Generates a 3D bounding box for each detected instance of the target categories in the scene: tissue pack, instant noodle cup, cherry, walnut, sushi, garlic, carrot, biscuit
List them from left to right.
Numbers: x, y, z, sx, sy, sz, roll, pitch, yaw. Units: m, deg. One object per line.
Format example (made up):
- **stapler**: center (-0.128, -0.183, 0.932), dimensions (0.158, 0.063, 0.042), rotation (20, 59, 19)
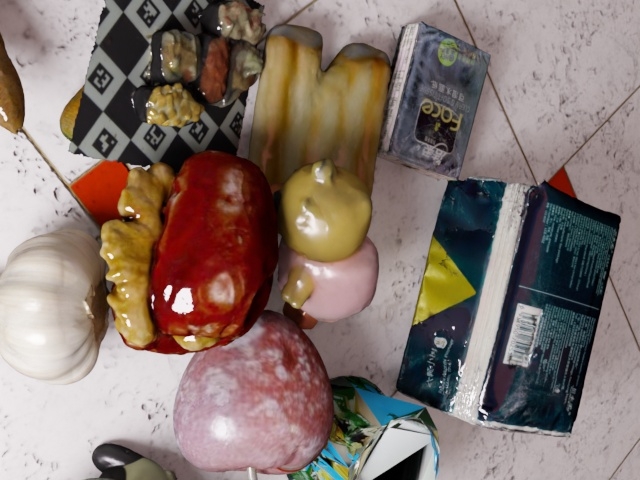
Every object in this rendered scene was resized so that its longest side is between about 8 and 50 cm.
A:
- **garlic**: center (-0.385, 0.081, 0.958), dimensions (0.226, 0.199, 0.199), rotation (6, 95, -5)
- **carrot**: center (-0.252, -0.253, 1.033), dimensions (0.078, 0.078, 0.298), rotation (35, 73, -32)
- **walnut**: center (-0.184, 0.014, 1.017), dimensions (0.244, 0.222, 0.268), rotation (13, 68, -37)
- **sushi**: center (-0.175, -0.232, 1.037), dimensions (0.292, 0.059, 0.293), rotation (10, 93, -53)
- **cherry**: center (-0.099, 0.247, 1.127), dimensions (0.236, 0.213, 0.285), rotation (11, 71, -52)
- **biscuit**: center (-0.002, -0.178, 1.210), dimensions (0.237, 0.062, 0.290), rotation (3, 96, -35)
- **instant noodle cup**: center (0.077, 0.356, 1.277), dimensions (0.240, 0.178, 0.240), rotation (-6, 101, -34)
- **tissue pack**: center (0.190, -0.236, 1.322), dimensions (0.173, 0.073, 0.235), rotation (17, 88, -33)
- **tissue pack**: center (0.336, 0.111, 1.363), dimensions (0.264, 0.253, 0.416), rotation (14, 90, -33)

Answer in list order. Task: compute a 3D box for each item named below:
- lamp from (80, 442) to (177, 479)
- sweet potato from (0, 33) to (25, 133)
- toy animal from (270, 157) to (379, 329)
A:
- **lamp**: center (-0.281, 0.392, 1.017), dimensions (0.198, 0.244, 0.197), rotation (2, 110, 5)
- **sweet potato**: center (-0.446, -0.274, 0.876), dimensions (0.092, 0.114, 0.341), rotation (-30, 112, 9)
- **toy animal**: center (0.004, -0.001, 1.130), dimensions (0.195, 0.169, 0.281), rotation (-57, 147, -43)
